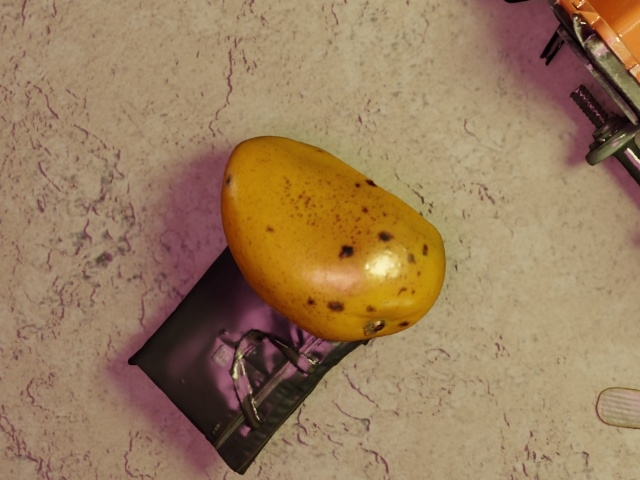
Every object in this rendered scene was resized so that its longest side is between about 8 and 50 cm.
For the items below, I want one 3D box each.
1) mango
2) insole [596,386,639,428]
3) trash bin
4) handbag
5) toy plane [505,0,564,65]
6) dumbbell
[{"bbox_3d":[0.000,0.000,1.803,0.290,0.160,0.191,40,80,11],"label":"mango"},{"bbox_3d":[0.408,0.201,1.815,0.188,0.004,0.064,8,102,15],"label":"insole"},{"bbox_3d":[0.366,-0.252,1.637,0.239,0.161,0.184,-41,121,13],"label":"trash bin"},{"bbox_3d":[-0.086,0.127,1.909,0.211,0.089,0.254,44,104,14],"label":"handbag"},{"bbox_3d":[0.288,-0.377,1.689,0.155,0.106,0.381,33,108,2],"label":"toy plane"},{"bbox_3d":[0.357,-0.066,1.736,0.081,0.081,0.254,-39,89,20],"label":"dumbbell"}]
